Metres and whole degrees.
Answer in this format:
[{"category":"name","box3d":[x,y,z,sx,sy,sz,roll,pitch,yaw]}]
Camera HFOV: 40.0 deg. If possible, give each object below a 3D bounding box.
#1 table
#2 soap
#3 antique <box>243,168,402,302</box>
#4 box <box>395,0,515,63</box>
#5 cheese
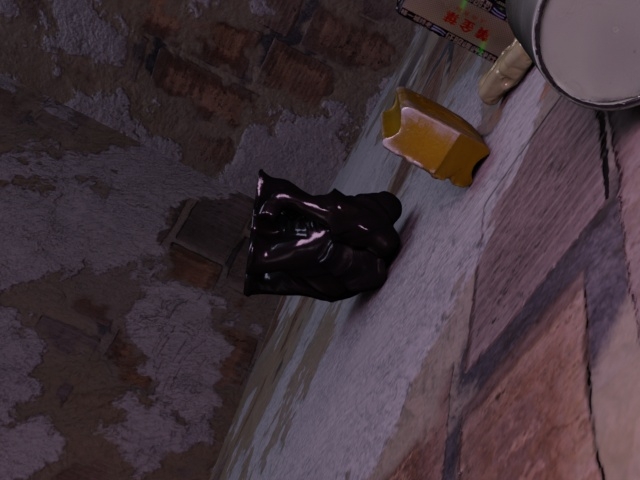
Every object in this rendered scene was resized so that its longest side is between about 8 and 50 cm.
[{"category":"table","box3d":[0.233,-0.196,0.762,0.126,0.126,0.220,-62,5,20]},{"category":"soap","box3d":[0.156,-0.147,1.234,0.073,0.140,0.232,-62,5,16]},{"category":"antique","box3d":[0.000,0.000,1.532,0.322,0.255,0.185,103,175,-66]},{"category":"box","box3d":[0.242,-0.409,1.377,0.084,0.198,0.310,-59,7,40]},{"category":"cheese","box3d":[0.270,-0.251,1.180,0.194,0.043,0.065,127,164,-57]}]
